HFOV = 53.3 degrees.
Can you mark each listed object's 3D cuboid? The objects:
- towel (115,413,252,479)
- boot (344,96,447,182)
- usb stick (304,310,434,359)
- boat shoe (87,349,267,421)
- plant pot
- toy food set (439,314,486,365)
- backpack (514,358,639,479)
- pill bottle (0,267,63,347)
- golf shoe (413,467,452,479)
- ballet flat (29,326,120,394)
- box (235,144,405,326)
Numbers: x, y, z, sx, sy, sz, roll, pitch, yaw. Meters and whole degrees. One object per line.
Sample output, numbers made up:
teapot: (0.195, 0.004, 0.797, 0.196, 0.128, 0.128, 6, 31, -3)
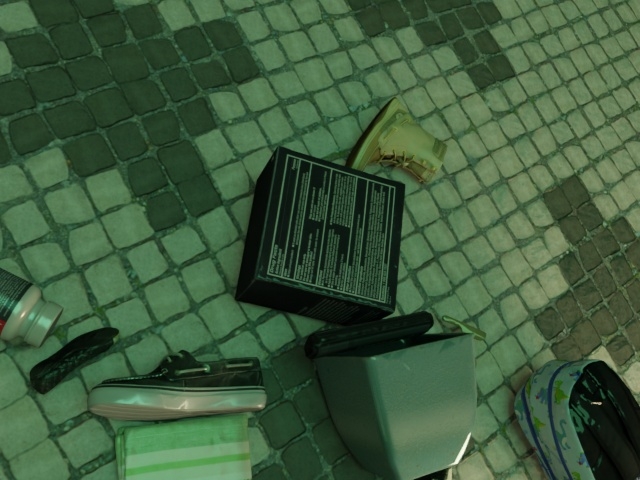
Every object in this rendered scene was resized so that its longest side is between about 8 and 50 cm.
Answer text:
towel: (-0.241, 0.493, 1.155, 0.247, 0.038, 0.325, 1, 71, -24)
boot: (0.187, -0.200, 1.546, 0.203, 0.095, 0.262, 39, 58, -9)
usb stick: (0.099, 0.188, 1.272, 0.277, 0.077, 0.045, -8, 61, -25)
boat shoe: (-0.262, 0.266, 1.189, 0.335, 0.121, 0.119, 8, 62, -33)
plant pot: (0.162, 0.332, 1.280, 0.247, 0.247, 0.253, -8, 86, -26)
toy food set: (0.297, 0.279, 1.469, 0.132, 0.038, 0.192, 26, 72, -7)
backpack: (0.608, 0.440, 1.446, 0.290, 0.273, 0.356, -34, 110, -27)
pill bottle: (-0.549, 0.110, 1.104, 0.180, 0.108, 0.108, 30, 63, -12)
golf shoe: (0.225, 0.571, 1.313, 0.120, 0.105, 0.273, 33, 66, -31)
ballet flat: (-0.443, 0.212, 1.160, 0.173, 0.057, 0.049, -32, 128, -28)
box: (0.000, 0.000, 1.339, 0.293, 0.183, 0.297, 16, 66, -17)
